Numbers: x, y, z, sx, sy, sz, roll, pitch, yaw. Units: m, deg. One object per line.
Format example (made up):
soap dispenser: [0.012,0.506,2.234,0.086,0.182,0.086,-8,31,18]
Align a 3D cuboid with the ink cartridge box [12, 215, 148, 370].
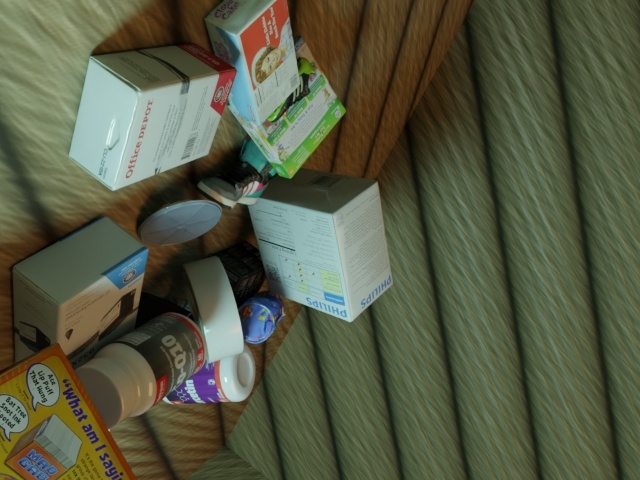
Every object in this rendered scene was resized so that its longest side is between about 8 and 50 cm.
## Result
ink cartridge box: [-0.486,0.137,1.281,0.223,0.129,0.307,-43,162,-47]

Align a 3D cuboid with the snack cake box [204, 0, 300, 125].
snack cake box: [-0.134,-0.387,1.315,0.152,0.089,0.264,-49,157,-21]

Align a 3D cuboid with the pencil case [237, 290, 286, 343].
pencil case: [-0.182,0.231,1.944,0.306,0.133,0.119,-42,141,-86]

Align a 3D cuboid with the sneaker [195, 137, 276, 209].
sneaker: [-0.193,-0.178,1.606,0.178,0.124,0.295,-57,171,13]

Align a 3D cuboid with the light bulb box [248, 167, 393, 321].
light bulb box: [0.000,0.000,1.918,0.225,0.358,0.361,-36,128,-37]

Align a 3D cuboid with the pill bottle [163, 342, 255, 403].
pill bottle: [-0.372,0.402,1.916,0.181,0.323,0.181,-8,90,-70]

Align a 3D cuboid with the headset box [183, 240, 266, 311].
headset box: [-0.305,0.169,2.039,0.283,0.131,0.246,-61,167,20]

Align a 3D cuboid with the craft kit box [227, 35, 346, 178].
craft kit box: [-0.074,-0.327,1.563,0.250,0.061,0.246,-52,130,-17]

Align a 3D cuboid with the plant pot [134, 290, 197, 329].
plant pot: [-0.442,0.241,1.623,0.188,0.167,0.187,-52,166,-23]

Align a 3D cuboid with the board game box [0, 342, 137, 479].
board game box: [-0.548,0.433,0.970,0.356,0.356,0.356,-26,-175,31]

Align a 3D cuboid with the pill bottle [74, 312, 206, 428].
pill bottle: [-0.382,0.273,1.346,0.161,0.161,0.283,-62,167,24]

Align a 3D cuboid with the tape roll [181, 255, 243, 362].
tape roll: [-0.300,0.191,1.750,0.100,0.286,0.286,-15,151,-18]

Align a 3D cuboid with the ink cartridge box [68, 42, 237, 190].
ink cartridge box: [-0.294,-0.229,1.128,0.273,0.114,0.197,-39,159,-56]

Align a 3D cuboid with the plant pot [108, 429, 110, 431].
plant pot: [-0.650,0.530,1.721,0.096,0.109,0.109,-26,149,-44]

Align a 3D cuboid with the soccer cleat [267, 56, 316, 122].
soccer cleat: [-0.065,-0.346,1.485,0.072,0.060,0.179,36,75,-39]

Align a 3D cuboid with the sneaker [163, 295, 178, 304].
sneaker: [-0.458,0.222,1.780,0.152,0.054,0.061,-45,166,-44]

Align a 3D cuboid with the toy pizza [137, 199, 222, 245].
toy pizza: [-0.330,-0.048,1.480,0.201,0.032,0.201,-20,161,-7]
